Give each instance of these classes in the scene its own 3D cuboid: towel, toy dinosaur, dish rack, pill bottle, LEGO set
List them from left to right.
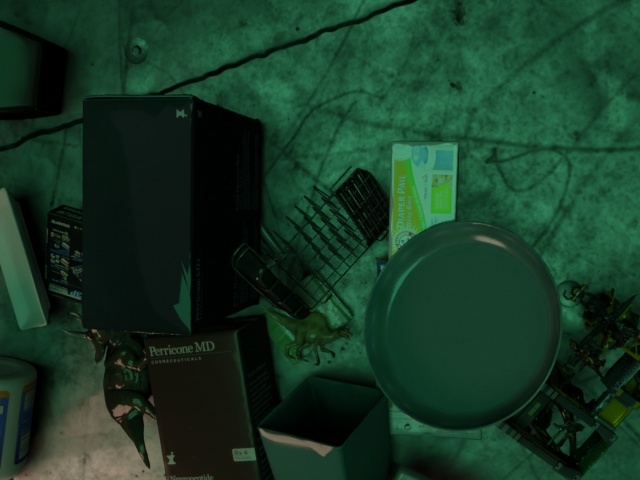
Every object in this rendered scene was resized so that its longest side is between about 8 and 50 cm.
[{"bbox_3d":[-0.647,0.377,1.341,0.152,0.152,0.272,11,96,10],"label":"pill bottle"},{"bbox_3d":[-0.359,0.270,1.313,0.160,0.121,0.313,-9,97,23],"label":"toy dinosaur"},{"bbox_3d":[-0.029,0.171,1.247,0.183,0.053,0.092,13,81,18],"label":"toy dinosaur"},{"bbox_3d":[-0.029,0.144,1.274,0.152,0.023,0.113,-41,84,13],"label":"towel"},{"bbox_3d":[0.000,0.000,1.160,0.271,0.208,0.074,-47,55,-6],"label":"dish rack"},{"bbox_3d":[0.372,0.192,1.083,0.192,0.255,0.331,36,108,-11],"label":"LEGO set"}]

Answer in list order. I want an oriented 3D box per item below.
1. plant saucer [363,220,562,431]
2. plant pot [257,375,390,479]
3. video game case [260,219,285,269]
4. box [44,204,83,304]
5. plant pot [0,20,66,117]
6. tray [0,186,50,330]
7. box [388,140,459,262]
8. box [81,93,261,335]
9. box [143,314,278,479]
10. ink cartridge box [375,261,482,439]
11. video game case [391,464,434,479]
[{"bbox_3d":[0.212,0.128,1.047,0.318,0.044,0.317,-12,68,32],"label":"plant saucer"},{"bbox_3d":[0.022,0.390,1.190,0.165,0.166,0.234,3,113,33],"label":"plant pot"},{"bbox_3d":[-0.193,0.002,1.290,0.183,0.023,0.201,-36,88,11],"label":"video game case"},{"bbox_3d":[-0.409,0.046,1.296,0.220,0.051,0.175,16,115,9],"label":"box"},{"bbox_3d":[-0.574,-0.308,1.264,0.167,0.187,0.188,9,96,-2],"label":"plant pot"},{"bbox_3d":[-0.586,0.038,1.338,0.145,0.030,0.270,-15,92,46],"label":"tray"},{"bbox_3d":[0.176,-0.065,1.173,0.114,0.103,0.203,1,95,11],"label":"box"},{"bbox_3d":[-0.227,-0.045,1.118,0.179,0.312,0.343,2,93,12],"label":"box"},{"bbox_3d":[-0.179,0.340,1.250,0.191,0.143,0.381,-9,91,17],"label":"box"},{"bbox_3d":[0.190,0.190,1.213,0.186,0.065,0.311,0,97,11],"label":"ink cartridge box"},{"bbox_3d":[0.196,0.584,1.158,0.300,0.036,0.329,26,99,1],"label":"video game case"}]
